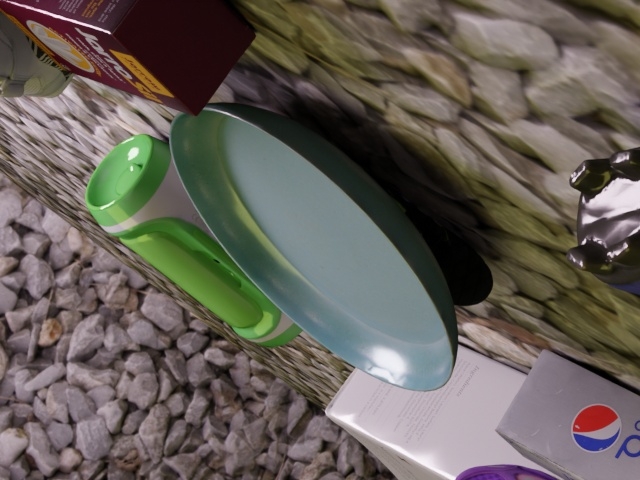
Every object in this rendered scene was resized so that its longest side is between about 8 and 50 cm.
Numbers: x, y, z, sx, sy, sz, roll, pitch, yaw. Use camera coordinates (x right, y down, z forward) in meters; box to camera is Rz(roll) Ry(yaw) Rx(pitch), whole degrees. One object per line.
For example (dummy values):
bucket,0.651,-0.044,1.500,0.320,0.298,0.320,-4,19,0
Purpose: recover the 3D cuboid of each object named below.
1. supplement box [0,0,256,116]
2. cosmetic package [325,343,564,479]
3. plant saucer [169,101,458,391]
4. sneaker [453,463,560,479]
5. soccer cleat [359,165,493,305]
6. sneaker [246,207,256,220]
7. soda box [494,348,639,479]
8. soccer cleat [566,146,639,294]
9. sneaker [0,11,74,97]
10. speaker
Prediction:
supplement box,-0.154,-0.170,1.029,0.188,0.080,0.104,23,164,45
cosmetic package,0.220,0.251,1.564,0.385,0.156,0.217,24,163,48
plant saucer,0.000,0.000,1.162,0.318,0.044,0.317,39,159,18
sneaker,0.226,0.272,1.310,0.236,0.095,0.104,21,167,27
soccer cleat,0.068,-0.006,1.153,0.179,0.060,0.072,36,168,6
sneaker,0.015,-0.016,1.301,0.188,0.066,0.071,33,153,-22
soda box,0.310,0.210,1.266,0.286,0.098,0.091,26,169,37
soccer cleat,0.230,-0.015,0.630,0.121,0.093,0.289,6,176,-24
sneaker,-0.351,-0.170,1.264,0.137,0.210,0.366,32,169,12
speaker,-0.132,0.004,1.612,0.296,0.131,0.131,41,167,-33
